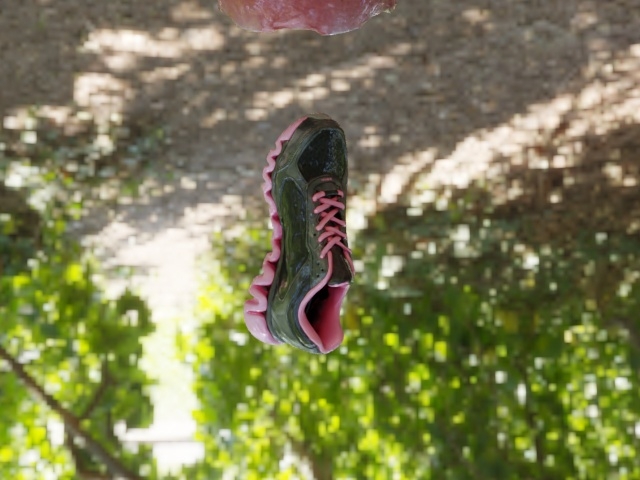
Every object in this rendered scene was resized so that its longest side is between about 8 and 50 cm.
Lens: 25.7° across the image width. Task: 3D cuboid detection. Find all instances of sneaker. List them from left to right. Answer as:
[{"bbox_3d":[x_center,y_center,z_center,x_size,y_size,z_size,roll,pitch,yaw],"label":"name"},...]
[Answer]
[{"bbox_3d":[0.000,0.000,0.672,0.047,0.119,0.057,-4,-161,-37],"label":"sneaker"}]

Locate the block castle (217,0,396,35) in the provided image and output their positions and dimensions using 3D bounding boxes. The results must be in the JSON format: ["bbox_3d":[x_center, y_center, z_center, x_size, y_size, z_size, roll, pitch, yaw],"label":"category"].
[{"bbox_3d":[-0.037,-0.253,0.830,0.303,0.213,0.453,10,-149,21],"label":"block castle"}]
